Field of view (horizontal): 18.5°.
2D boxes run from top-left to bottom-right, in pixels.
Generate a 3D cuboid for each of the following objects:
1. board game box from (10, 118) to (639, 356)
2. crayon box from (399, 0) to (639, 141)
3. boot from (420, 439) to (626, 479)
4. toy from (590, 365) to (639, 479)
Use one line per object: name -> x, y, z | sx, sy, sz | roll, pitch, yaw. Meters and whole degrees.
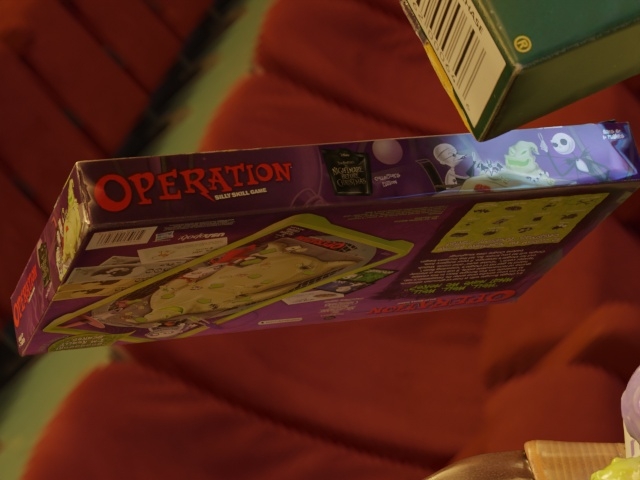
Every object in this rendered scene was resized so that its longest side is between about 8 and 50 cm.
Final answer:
board game box -> 0.000, 0.000, 1.203 | 0.347, 0.056, 0.208 | -5, -25, -22
crayon box -> 0.136, -0.274, 0.938 | 0.313, 0.363, 0.106 | -24, -13, -12
boot -> 0.088, 0.220, 0.896 | 0.207, 0.248, 0.090 | -12, -5, 4
toy -> 0.137, 0.100, 0.737 | 0.137, 0.056, 0.237 | -52, 23, 39
